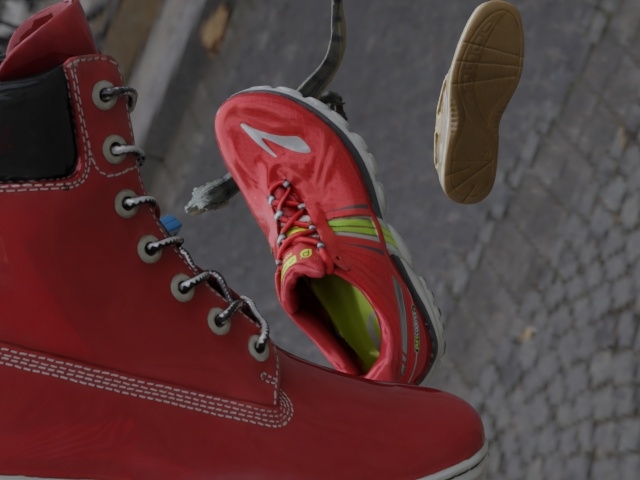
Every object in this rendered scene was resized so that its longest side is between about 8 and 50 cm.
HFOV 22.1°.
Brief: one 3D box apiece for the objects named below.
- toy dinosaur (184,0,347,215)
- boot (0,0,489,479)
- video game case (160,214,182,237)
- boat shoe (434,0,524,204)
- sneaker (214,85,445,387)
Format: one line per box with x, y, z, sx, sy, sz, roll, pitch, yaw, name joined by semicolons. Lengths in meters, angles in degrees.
-0.025;-0.114;1.645;0.064;0.118;0.268;42;100;34;toy dinosaur
-0.043;0.013;0.557;0.088;0.244;0.176;-151;68;-66;boot
-0.171;0.048;1.142;0.119;0.015;0.166;-54;-13;31;video game case
0.123;-0.118;1.353;0.059;0.063;0.170;-130;49;-66;boat shoe
0.000;0.000;1.271;0.107;0.118;0.279;-36;82;29;sneaker
